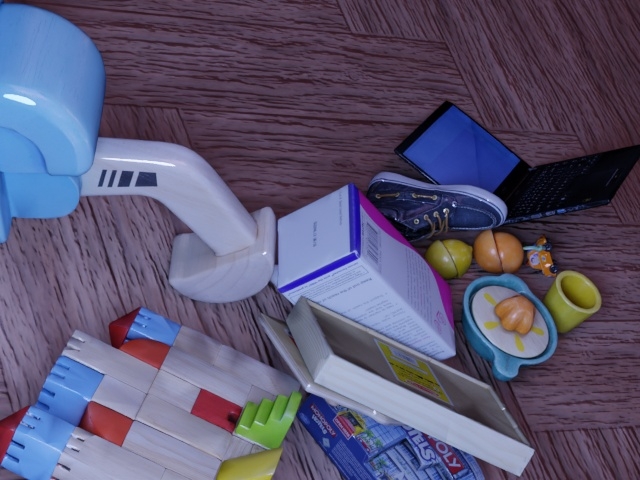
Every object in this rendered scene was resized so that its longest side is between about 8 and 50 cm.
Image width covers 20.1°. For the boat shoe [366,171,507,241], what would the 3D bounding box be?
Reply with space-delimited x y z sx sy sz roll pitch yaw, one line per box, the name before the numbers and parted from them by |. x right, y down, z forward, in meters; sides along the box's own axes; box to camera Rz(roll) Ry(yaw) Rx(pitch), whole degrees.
boat shoe | 0.143 -0.028 2.313 0.183 0.065 0.083 11 46 8

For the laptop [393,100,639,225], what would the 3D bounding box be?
laptop | 0.273 -0.121 2.420 0.234 0.264 0.136 -45 120 -59

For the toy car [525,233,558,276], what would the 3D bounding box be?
toy car | 0.292 0.005 2.439 0.040 0.060 0.122 -16 29 7

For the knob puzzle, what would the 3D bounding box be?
knob puzzle | 0.031 0.159 1.994 0.213 0.030 0.213 29 12 -7

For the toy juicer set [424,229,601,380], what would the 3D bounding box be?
toy juicer set | 0.206 0.079 2.258 0.209 0.089 0.329 44 42 9

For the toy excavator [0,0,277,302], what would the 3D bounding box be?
toy excavator | -0.278 -0.098 1.971 0.445 0.433 0.222 1 45 4

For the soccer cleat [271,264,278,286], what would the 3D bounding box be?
soccer cleat | 0.000 0.000 2.213 0.076 0.068 0.196 34 44 2

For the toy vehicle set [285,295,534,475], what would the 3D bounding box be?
toy vehicle set | 0.097 0.159 1.991 0.267 0.035 0.166 26 13 -19

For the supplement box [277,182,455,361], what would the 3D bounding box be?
supplement box | 0.055 0.054 2.095 0.220 0.114 0.111 44 31 -37

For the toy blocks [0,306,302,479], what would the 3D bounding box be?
toy blocks | -0.180 0.196 1.837 0.261 0.190 0.381 26 29 -2

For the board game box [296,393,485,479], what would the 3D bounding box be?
board game box | 0.104 0.227 2.075 0.194 0.060 0.194 -23 67 -44
